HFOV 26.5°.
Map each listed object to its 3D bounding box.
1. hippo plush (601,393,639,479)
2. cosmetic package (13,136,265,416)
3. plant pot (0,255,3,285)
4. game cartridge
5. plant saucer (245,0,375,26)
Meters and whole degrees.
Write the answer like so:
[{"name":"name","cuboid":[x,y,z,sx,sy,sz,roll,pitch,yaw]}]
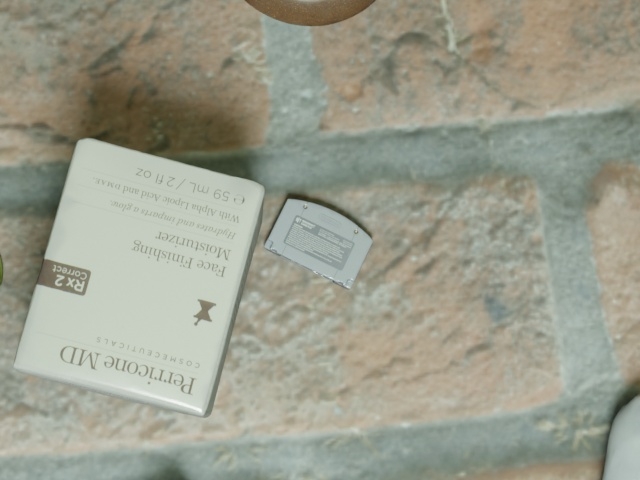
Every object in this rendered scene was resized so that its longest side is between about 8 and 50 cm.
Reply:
[{"name":"hippo plush","cuboid":[0.300,0.232,1.046,0.294,0.236,0.234,-3,82,-5]},{"name":"cosmetic package","cuboid":[-0.138,0.036,1.081,0.151,0.151,0.184,14,81,-2]},{"name":"plant pot","cuboid":[-0.314,0.013,1.113,0.079,0.083,0.083,-19,83,5]},{"name":"game cartridge","cuboid":[0.000,0.000,1.168,0.083,0.017,0.056,27,84,-1]},{"name":"plant saucer","cuboid":[-0.010,-0.274,1.202,0.168,0.029,0.168,1,80,-5]}]
